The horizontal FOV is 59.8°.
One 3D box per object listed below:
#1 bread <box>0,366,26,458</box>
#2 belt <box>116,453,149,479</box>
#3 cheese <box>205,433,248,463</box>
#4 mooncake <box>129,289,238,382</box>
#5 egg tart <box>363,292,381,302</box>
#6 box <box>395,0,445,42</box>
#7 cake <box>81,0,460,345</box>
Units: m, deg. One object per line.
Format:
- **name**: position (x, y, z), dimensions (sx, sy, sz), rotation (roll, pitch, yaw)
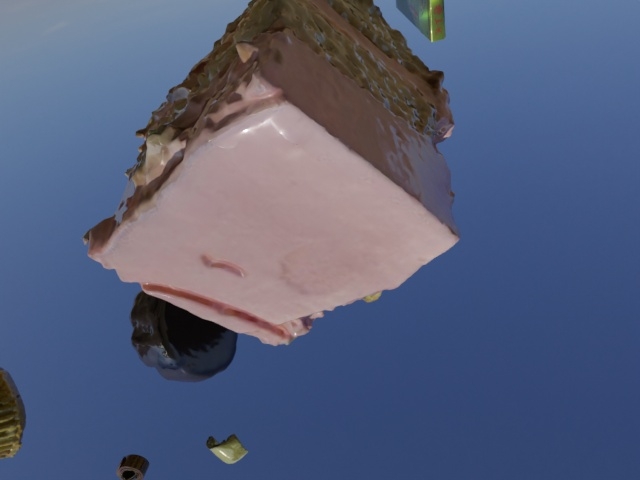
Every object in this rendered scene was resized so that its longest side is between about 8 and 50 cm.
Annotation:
- **bread**: position (-0.822, 0.420, 1.348), dimensions (0.240, 0.239, 0.139), rotation (9, -173, 36)
- **belt**: position (-0.397, 0.482, 1.171), dimensions (0.083, 0.059, 0.036), rotation (-46, -163, 39)
- **cheese**: position (-0.191, 0.423, 1.128), dimensions (0.084, 0.060, 0.041), rotation (-24, -161, 37)
- **mooncake**: position (-0.339, 0.217, 1.394), dimensions (0.141, 0.283, 0.283), rotation (-22, -155, 36)
- **egg tart**: position (0.127, -0.018, 1.405), dimensions (0.132, 0.345, 0.345), rotation (-11, -150, -13)
- **box**: position (0.247, -0.646, 1.429), dimensions (0.043, 0.173, 0.311), rotation (-14, -140, -1)
- **cake**: position (-0.032, -0.091, 0.622), dimensions (0.314, 0.293, 0.306), rotation (-41, -152, 33)
